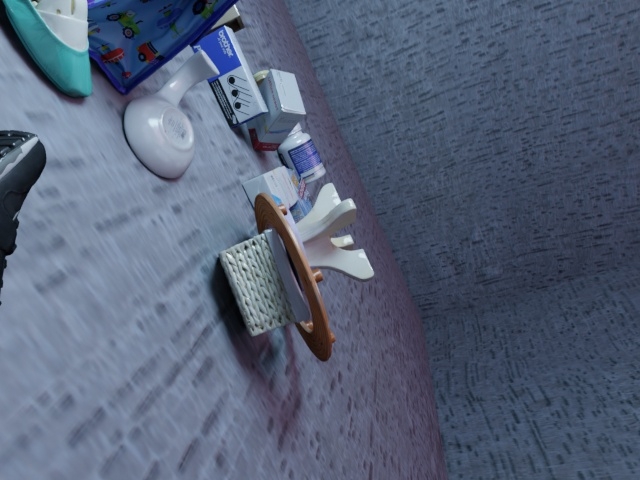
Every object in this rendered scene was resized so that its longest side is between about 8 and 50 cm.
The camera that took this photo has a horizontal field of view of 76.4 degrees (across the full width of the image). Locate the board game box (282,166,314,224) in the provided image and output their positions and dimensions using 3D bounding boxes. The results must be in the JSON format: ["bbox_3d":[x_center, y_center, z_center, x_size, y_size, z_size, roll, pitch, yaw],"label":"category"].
[{"bbox_3d":[-0.078,-0.139,1.191,0.194,0.060,0.194,-81,148,-59],"label":"board game box"}]

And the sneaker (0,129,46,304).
[{"bbox_3d":[-0.282,0.035,0.286,0.124,0.108,0.283,80,14,-45],"label":"sneaker"}]

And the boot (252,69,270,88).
[{"bbox_3d":[-0.141,-0.435,1.318,0.213,0.077,0.164,25,49,-71],"label":"boot"}]

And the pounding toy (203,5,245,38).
[{"bbox_3d":[-0.271,-0.541,0.965,0.130,0.141,0.100,-105,171,-75],"label":"pounding toy"}]

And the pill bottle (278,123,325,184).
[{"bbox_3d":[-0.069,-0.276,1.288,0.112,0.112,0.186,-73,140,-64],"label":"pill bottle"}]

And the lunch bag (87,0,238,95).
[{"bbox_3d":[-0.221,-0.396,0.622,0.138,0.294,0.220,50,25,-48],"label":"lunch bag"}]

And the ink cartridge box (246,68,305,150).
[{"bbox_3d":[-0.123,-0.334,1.063,0.073,0.175,0.127,-3,71,-36],"label":"ink cartridge box"}]

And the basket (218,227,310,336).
[{"bbox_3d":[-0.104,0.075,0.713,0.167,0.103,0.113,68,-16,-1],"label":"basket"}]

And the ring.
[{"bbox_3d":[-0.050,0.066,0.774,0.336,0.032,0.336,56,-20,33],"label":"ring"}]

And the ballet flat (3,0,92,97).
[{"bbox_3d":[-0.342,-0.304,0.493,0.083,0.087,0.247,-74,141,-64],"label":"ballet flat"}]

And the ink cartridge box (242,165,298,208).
[{"bbox_3d":[-0.120,-0.122,1.031,0.181,0.062,0.104,-57,125,-69],"label":"ink cartridge box"}]

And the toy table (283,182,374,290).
[{"bbox_3d":[0.000,0.000,0.932,0.274,0.161,0.251,100,-31,-78],"label":"toy table"}]

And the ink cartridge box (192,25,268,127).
[{"bbox_3d":[-0.216,-0.388,0.980,0.046,0.097,0.206,-60,128,-69],"label":"ink cartridge box"}]

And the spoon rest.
[{"bbox_3d":[-0.259,-0.226,0.719,0.137,0.084,0.276,52,37,-43],"label":"spoon rest"}]
